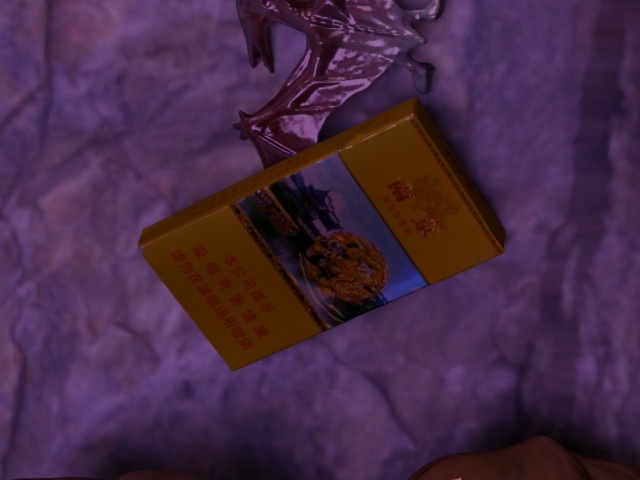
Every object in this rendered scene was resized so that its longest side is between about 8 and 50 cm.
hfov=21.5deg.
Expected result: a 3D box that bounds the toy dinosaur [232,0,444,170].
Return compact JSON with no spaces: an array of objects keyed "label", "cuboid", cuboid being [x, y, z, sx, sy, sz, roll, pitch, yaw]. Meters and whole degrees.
[{"label":"toy dinosaur","cuboid":[0.001,-0.105,0.783,0.108,0.032,0.220,10,108,15]}]

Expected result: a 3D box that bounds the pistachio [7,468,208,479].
[{"label":"pistachio","cuboid":[-0.063,0.252,0.801,0.208,0.226,0.332,-36,106,-10]}]

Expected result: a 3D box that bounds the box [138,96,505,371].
[{"label":"box","cuboid":[0.000,0.000,0.800,0.155,0.023,0.087,-25,114,22]}]

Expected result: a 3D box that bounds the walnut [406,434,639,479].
[{"label":"walnut","cuboid":[0.094,0.171,0.764,0.167,0.149,0.166,0,88,-15]}]
